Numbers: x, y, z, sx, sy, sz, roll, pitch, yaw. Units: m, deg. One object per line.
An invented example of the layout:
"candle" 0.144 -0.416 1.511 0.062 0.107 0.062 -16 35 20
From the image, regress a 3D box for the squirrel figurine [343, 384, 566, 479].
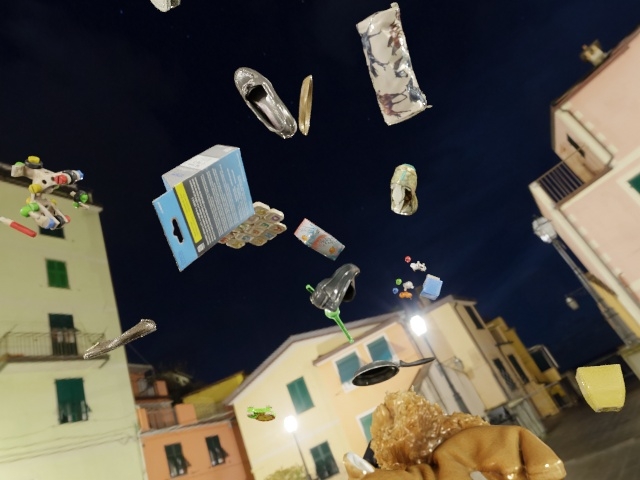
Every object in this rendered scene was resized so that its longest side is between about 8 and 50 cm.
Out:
"squirrel figurine" 0.215 0.484 0.846 0.369 0.281 0.397 -6 13 -4

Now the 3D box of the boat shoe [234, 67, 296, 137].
"boat shoe" -0.215 -0.523 1.588 0.112 0.335 0.095 -42 -6 18

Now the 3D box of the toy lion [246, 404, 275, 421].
"toy lion" -0.204 0.600 1.470 0.100 0.034 0.096 3 -43 -7

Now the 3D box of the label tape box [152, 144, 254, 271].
"label tape box" -0.360 -0.107 1.271 0.333 0.105 0.241 -44 -41 -40

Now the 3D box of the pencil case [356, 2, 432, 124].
"pencil case" 0.272 -0.657 1.603 0.183 0.411 0.160 -26 16 -18

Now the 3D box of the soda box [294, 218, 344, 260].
"soda box" 0.000 0.000 1.282 0.058 0.063 0.183 -53 -33 4

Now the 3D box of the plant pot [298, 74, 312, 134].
"plant pot" -0.062 -0.553 1.751 0.032 0.237 0.236 7 -31 2

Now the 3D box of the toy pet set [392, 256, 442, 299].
"toy pet set" 0.264 0.124 1.165 0.065 0.114 0.122 -54 -19 -61

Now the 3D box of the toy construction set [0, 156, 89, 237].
"toy construction set" -1.085 -0.171 1.619 0.237 0.309 0.258 26 -47 -3

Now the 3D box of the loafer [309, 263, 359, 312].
"loafer" 0.051 0.118 1.053 0.076 0.078 0.223 -58 -13 26

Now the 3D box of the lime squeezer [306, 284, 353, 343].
"lime squeezer" 0.037 0.262 1.652 0.058 0.110 0.310 -40 -68 -10

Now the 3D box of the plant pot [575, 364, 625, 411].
"plant pot" 0.617 0.327 0.932 0.081 0.083 0.081 -13 -36 20

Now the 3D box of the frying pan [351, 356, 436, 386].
"frying pan" 0.262 0.490 1.658 0.326 0.053 0.197 -36 -41 24

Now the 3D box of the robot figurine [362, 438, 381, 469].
"robot figurine" 0.175 0.602 1.001 0.278 0.173 0.209 -31 -52 -67

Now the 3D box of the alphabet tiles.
"alphabet tiles" -0.282 -0.052 1.632 0.284 0.021 0.277 -31 -36 31

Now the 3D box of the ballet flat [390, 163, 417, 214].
"ballet flat" 0.350 -0.183 1.831 0.123 0.123 0.349 -24 -30 -4

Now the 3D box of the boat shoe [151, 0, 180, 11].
"boat shoe" -0.408 -0.685 1.046 0.091 0.305 0.109 -22 -19 -29

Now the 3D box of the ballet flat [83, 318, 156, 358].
"ballet flat" -0.681 0.330 1.453 0.249 0.058 0.084 -23 -1 -45
